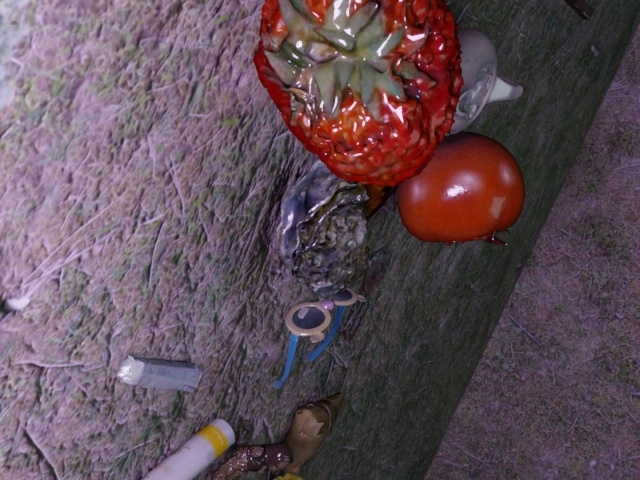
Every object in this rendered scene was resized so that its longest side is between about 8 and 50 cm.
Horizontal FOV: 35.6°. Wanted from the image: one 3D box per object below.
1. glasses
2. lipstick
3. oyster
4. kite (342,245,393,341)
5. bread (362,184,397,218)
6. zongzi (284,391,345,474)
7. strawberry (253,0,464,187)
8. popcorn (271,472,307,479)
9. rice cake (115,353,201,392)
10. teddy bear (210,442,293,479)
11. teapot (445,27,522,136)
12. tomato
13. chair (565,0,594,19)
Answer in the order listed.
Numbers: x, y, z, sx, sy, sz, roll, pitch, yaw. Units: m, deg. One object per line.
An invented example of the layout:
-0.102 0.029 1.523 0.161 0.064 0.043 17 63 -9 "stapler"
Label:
-0.032 0.179 1.920 0.190 0.088 0.220 -37 168 -48 "glasses"
-0.244 0.388 1.663 0.264 0.059 0.059 -34 146 -49 "lipstick"
0.003 0.002 1.670 0.162 0.158 0.351 -11 152 -7 "oyster"
0.099 0.116 2.169 0.127 0.016 0.229 11 103 -65 "kite"
0.117 -0.147 1.802 0.139 0.095 0.269 -43 166 -35 "bread"
-0.015 0.423 2.200 0.160 0.078 0.176 -64 162 19 "zongzi"
0.064 -0.230 1.351 0.351 0.267 0.311 -46 129 -73 "strawberry"
-0.068 0.632 2.184 0.216 0.181 0.235 -60 152 0 "popcorn"
-0.238 0.199 1.479 0.043 0.034 0.211 -65 158 -1 "rice cake"
-0.134 0.423 1.919 0.160 0.078 0.119 -18 152 -3 "teddy bear"
0.279 -0.298 1.890 0.300 0.166 0.208 -16 120 -48 "teapot"
0.278 -0.099 1.984 0.256 0.256 0.224 -35 119 -49 "tomato"
0.491 -0.639 1.940 0.203 0.416 0.241 -59 -157 -5 "chair"
